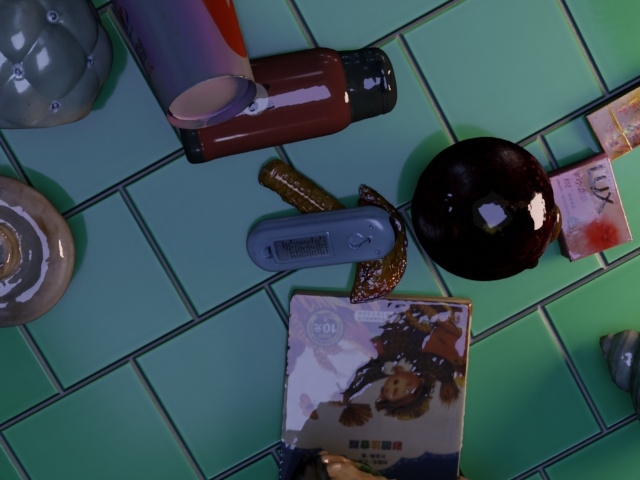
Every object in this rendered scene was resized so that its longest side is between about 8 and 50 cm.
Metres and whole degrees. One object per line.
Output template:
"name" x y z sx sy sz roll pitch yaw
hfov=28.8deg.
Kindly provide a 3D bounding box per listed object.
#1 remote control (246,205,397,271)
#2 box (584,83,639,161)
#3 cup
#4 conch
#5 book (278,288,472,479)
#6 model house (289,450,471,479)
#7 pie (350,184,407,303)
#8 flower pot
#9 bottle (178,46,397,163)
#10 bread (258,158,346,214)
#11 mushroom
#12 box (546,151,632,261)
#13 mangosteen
"remote control" 0.000 0.000 1.947 0.244 0.047 0.087 -8 111 16
"box" 0.508 -0.200 1.986 0.156 0.022 0.089 -28 100 2
"cup" -0.199 -0.315 1.781 0.203 0.203 0.288 -21 69 1
"conch" 0.577 0.218 1.995 0.277 0.195 0.220 20 77 16
"book" 0.085 0.297 2.040 0.300 0.039 0.428 3 99 -4
"model house" 0.137 0.587 1.924 0.399 0.395 0.446 10 108 -18
"pie" 0.098 0.009 1.983 0.088 0.033 0.191 5 88 -14
"flower pot" -0.426 -0.269 1.816 0.246 0.246 0.195 -4 106 -2
"bottle" -0.051 -0.213 1.892 0.336 0.144 0.144 -10 100 -2
"bread" -0.028 -0.071 1.967 0.157 0.044 0.052 35 110 -8
"mushroom" -0.496 0.022 1.867 0.243 0.243 0.244 -1 100 -3
"box" 0.424 -0.052 1.990 0.111 0.060 0.156 -20 101 -1
"mangosteen" 0.269 -0.046 1.917 0.265 0.228 0.228 6 102 -40
